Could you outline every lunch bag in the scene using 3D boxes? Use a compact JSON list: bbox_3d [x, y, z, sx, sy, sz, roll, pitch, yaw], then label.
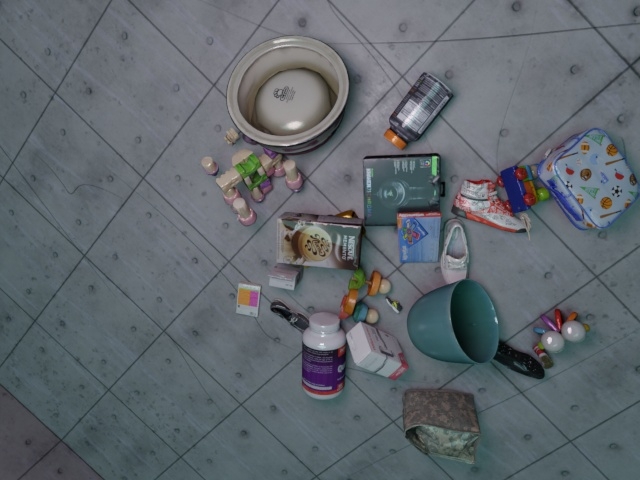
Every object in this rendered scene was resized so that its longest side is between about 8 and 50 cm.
[{"bbox_3d":[0.855,-0.194,1.346,0.243,0.115,0.303,-41,94,-4],"label":"lunch bag"},{"bbox_3d":[0.463,0.716,1.649,0.287,0.235,0.169,8,109,9],"label":"lunch bag"}]

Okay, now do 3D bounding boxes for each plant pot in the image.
[{"bbox_3d":[0.462,0.304,1.516,0.235,0.293,0.293,-24,101,48],"label":"plant pot"}]

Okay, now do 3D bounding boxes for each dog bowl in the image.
[{"bbox_3d":[-0.099,-0.470,1.407,0.407,0.150,0.408,-2,76,8],"label":"dog bowl"}]

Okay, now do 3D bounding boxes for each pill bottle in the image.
[{"bbox_3d":[0.322,-0.430,1.417,0.130,0.130,0.246,38,109,-1],"label":"pill bottle"},{"bbox_3d":[0.014,0.467,1.701,0.181,0.181,0.323,4,106,10],"label":"pill bottle"}]

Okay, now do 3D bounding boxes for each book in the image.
[{"bbox_3d":[-0.307,0.252,1.788,0.096,0.035,0.144,11,108,5],"label":"book"}]

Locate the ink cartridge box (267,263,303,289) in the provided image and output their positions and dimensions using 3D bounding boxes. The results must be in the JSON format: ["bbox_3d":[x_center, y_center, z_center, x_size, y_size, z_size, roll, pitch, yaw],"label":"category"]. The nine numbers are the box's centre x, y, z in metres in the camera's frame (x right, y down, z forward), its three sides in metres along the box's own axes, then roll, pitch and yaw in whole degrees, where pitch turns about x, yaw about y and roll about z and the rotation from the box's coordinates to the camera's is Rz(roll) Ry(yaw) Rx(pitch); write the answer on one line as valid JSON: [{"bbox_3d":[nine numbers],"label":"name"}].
[{"bbox_3d":[-0.138,0.142,1.643,0.104,0.180,0.060,10,107,9],"label":"ink cartridge box"}]

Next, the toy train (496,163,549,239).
[{"bbox_3d":[0.707,-0.136,1.400,0.143,0.105,0.248,-16,87,-21],"label":"toy train"}]

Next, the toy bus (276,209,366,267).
[{"bbox_3d":[0.000,0.000,1.615,0.332,0.108,0.130,-30,99,17],"label":"toy bus"}]

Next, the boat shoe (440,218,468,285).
[{"bbox_3d":[0.494,0.063,1.535,0.098,0.096,0.277,-6,105,11],"label":"boat shoe"}]

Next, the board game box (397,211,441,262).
[{"bbox_3d":[0.352,-0.005,1.492,0.145,0.027,0.281,-2,145,11],"label":"board game box"}]

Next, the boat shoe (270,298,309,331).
[{"bbox_3d":[-0.126,0.327,1.753,0.206,0.065,0.075,36,109,0],"label":"boat shoe"}]

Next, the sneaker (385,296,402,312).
[{"bbox_3d":[0.294,0.251,1.668,0.035,0.031,0.083,-43,98,5],"label":"sneaker"}]

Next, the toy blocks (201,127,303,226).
[{"bbox_3d":[-0.249,-0.228,1.568,0.288,0.260,0.309,-39,69,-9],"label":"toy blocks"}]

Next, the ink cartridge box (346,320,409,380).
[{"bbox_3d":[0.219,0.427,1.616,0.218,0.159,0.092,28,115,-29],"label":"ink cartridge box"}]

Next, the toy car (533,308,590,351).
[{"bbox_3d":[0.866,0.324,1.521,0.182,0.159,0.136,-35,61,19],"label":"toy car"}]

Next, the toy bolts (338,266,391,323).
[{"bbox_3d":[0.172,0.247,1.612,0.158,0.218,0.229,17,126,0],"label":"toy bolts"}]

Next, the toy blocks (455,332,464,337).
[{"bbox_3d":[0.546,0.440,1.652,0.123,0.054,0.148,-29,98,17],"label":"toy blocks"}]

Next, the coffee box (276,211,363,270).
[{"bbox_3d":[0.000,0.000,1.493,0.297,0.119,0.168,5,106,9],"label":"coffee box"}]

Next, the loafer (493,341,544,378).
[{"bbox_3d":[0.753,0.467,1.612,0.223,0.076,0.078,29,146,4],"label":"loafer"}]

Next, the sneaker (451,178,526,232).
[{"bbox_3d":[0.612,-0.127,1.462,0.270,0.090,0.145,18,110,9],"label":"sneaker"}]

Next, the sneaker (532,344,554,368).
[{"bbox_3d":[0.854,0.442,1.601,0.042,0.067,0.118,-29,128,15],"label":"sneaker"}]

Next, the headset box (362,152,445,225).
[{"bbox_3d":[0.299,-0.181,1.490,0.283,0.131,0.246,1,106,11],"label":"headset box"}]
